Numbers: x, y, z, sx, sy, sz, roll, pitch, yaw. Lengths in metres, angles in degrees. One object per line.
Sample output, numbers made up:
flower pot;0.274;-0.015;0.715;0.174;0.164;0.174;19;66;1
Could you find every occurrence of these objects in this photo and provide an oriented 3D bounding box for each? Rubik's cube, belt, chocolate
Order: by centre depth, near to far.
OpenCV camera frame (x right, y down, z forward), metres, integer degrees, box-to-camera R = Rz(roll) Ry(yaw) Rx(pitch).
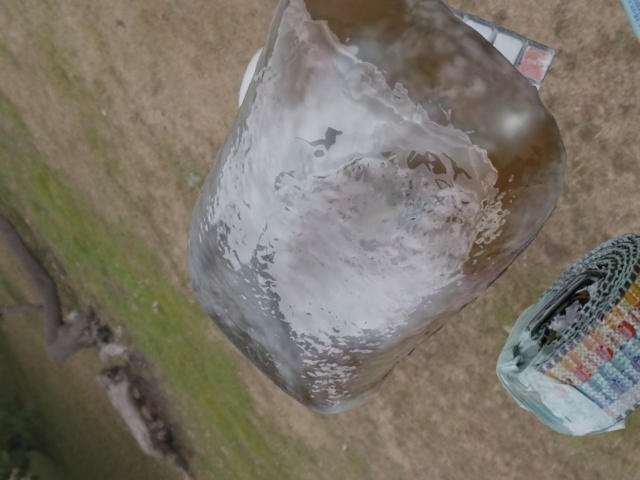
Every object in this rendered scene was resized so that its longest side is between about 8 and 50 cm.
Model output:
chocolate;0.000;0.000;0.442;0.185;0.100;0.303;39;142;7
belt;0.338;0.120;0.925;0.150;0.207;0.257;41;105;-2
Rubik's cube;0.234;-0.293;1.389;0.256;0.258;0.254;-116;46;-65

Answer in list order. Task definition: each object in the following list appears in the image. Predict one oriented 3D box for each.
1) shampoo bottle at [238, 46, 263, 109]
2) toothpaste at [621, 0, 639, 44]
shampoo bottle;0.009;-0.107;0.774;0.221;0.051;0.108;39;136;16
toothpaste;0.336;-0.169;0.681;0.050;0.065;0.267;-31;67;43
